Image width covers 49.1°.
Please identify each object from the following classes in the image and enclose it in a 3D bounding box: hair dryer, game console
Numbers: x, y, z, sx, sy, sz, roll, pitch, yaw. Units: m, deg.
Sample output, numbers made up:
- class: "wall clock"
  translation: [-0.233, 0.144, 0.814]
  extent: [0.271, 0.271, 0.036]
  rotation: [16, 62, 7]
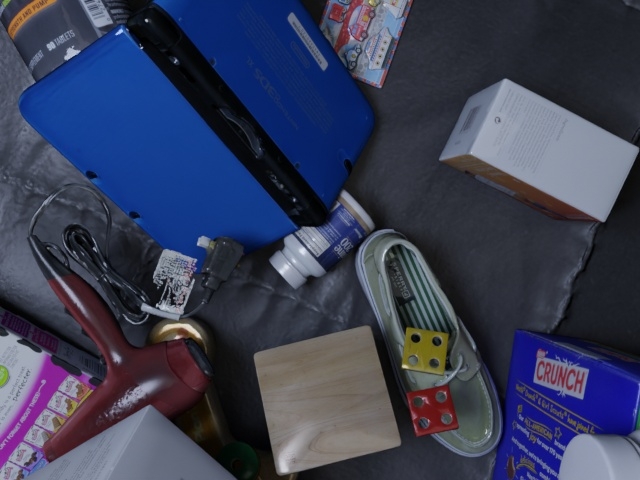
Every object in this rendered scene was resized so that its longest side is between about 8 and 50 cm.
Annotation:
- class: "hair dryer"
  translation: [-0.218, 0.105, 0.749]
  extent: [0.223, 0.080, 0.294]
  rotation: [16, 85, 1]
- class: "game console"
  translation: [-0.114, -0.140, 0.762]
  extent: [0.293, 0.173, 0.250]
  rotation: [50, 57, -35]

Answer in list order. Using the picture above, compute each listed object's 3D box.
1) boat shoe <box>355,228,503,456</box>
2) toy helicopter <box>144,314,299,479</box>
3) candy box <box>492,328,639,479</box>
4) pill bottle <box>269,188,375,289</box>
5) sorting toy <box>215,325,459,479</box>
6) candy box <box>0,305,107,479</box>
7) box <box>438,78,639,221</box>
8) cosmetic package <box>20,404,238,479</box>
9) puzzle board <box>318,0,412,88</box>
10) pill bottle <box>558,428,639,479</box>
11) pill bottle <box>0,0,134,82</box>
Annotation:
- class: "boat shoe"
  translation: [0.127, 0.129, 0.824]
  extent: [0.109, 0.094, 0.302]
  rotation: [-30, 95, -3]
- class: "toy helicopter"
  translation: [-0.141, 0.264, 0.813]
  extent: [0.234, 0.140, 0.355]
  rotation: [-18, 84, 5]
- class: "candy box"
  translation: [0.293, 0.277, 0.760]
  extent: [0.122, 0.268, 0.318]
  rotation: [7, 92, -9]
- class: "pill bottle"
  translation: [0.000, 0.000, 0.820]
  extent: [0.120, 0.067, 0.067]
  rotation: [-42, 96, -1]
- class: "sorting toy"
  translation: [0.015, 0.172, 0.762]
  extent: [0.274, 0.046, 0.132]
  rotation: [-14, 68, -2]
- class: "candy box"
  translation: [-0.359, 0.166, 0.770]
  extent: [0.233, 0.071, 0.159]
  rotation: [36, 90, -22]
- class: "box"
  translation: [0.244, -0.098, 0.804]
  extent: [0.170, 0.130, 0.091]
  rotation: [26, 90, -5]
- class: "cosmetic package"
  translation: [-0.232, 0.329, 0.679]
  extent: [0.365, 0.155, 0.197]
  rotation: [-35, 108, 31]
- class: "puzzle board"
  translation: [0.050, -0.259, 0.838]
  extent: [0.096, 0.011, 0.128]
  rotation: [20, 92, -6]
- class: "pill bottle"
  translation: [0.311, 0.215, 0.566]
  extent: [0.208, 0.119, 0.119]
  rotation: [6, 93, -5]
- class: "pill bottle"
  translation: [-0.298, -0.290, 0.748]
  extent: [0.130, 0.130, 0.246]
  rotation: [-29, 95, -3]
